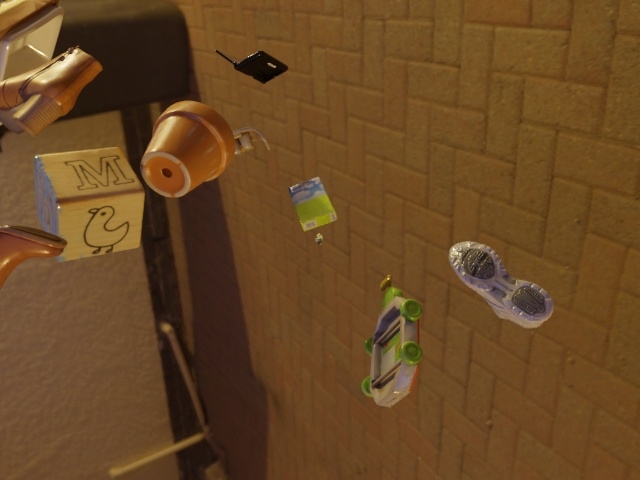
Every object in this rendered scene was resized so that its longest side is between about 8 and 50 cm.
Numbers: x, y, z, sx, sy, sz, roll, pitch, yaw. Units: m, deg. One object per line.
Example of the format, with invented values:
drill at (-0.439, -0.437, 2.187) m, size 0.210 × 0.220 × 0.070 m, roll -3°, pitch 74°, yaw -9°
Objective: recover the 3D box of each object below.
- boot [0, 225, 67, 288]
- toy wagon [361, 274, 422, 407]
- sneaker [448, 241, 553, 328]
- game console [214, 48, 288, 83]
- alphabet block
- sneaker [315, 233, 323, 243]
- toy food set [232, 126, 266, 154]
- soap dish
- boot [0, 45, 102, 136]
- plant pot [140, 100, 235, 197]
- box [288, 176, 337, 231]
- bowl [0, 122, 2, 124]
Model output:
boot at (-0.654, 0.077, 1.228) m, size 0.109 × 0.284 × 0.220 m, roll -172°, pitch 87°, yaw -81°
toy wagon at (0.192, 0.252, 1.635) m, size 0.267 × 0.068 × 0.344 m, roll 122°, pitch 160°, yaw -53°
sneaker at (0.342, 0.098, 1.224) m, size 0.232 × 0.090 × 0.115 m, roll 44°, pitch 165°, yaw 28°
game console at (-0.148, -0.394, 1.355) m, size 0.107 × 0.122 × 0.071 m, roll -23°, pitch 79°, yaw 23°
alphabet block at (-0.549, -0.090, 1.472) m, size 0.193 × 0.197 × 0.192 m, roll 53°, pitch 141°, yaw 32°
sneaker at (0.000, 0.000, 2.489) m, size 0.083 × 0.031 × 0.035 m, roll -77°, pitch -20°, yaw -66°
toy food set at (-0.310, -0.259, 1.958) m, size 0.220 × 0.306 × 0.092 m, roll -70°, pitch -39°, yaw -89°
soap dish at (-0.828, -0.533, 1.675) m, size 0.118 × 0.290 × 0.229 m, roll 31°, pitch 130°, yaw -11°
boot at (-0.585, -0.325, 1.305) m, size 0.295 × 0.211 × 0.104 m, roll 23°, pitch 156°, yaw 40°
plant pot at (-0.336, -0.207, 1.516) m, size 0.205 × 0.188 × 0.205 m, roll 9°, pitch 130°, yaw 12°
box at (-0.026, -0.111, 1.863) m, size 0.178 × 0.109 × 0.042 m, roll -112°, pitch 3°, yaw -47°
bowl at (-0.942, -0.388, 1.728) m, size 0.053 × 0.142 × 0.141 m, roll -13°, pitch 99°, yaw 26°
